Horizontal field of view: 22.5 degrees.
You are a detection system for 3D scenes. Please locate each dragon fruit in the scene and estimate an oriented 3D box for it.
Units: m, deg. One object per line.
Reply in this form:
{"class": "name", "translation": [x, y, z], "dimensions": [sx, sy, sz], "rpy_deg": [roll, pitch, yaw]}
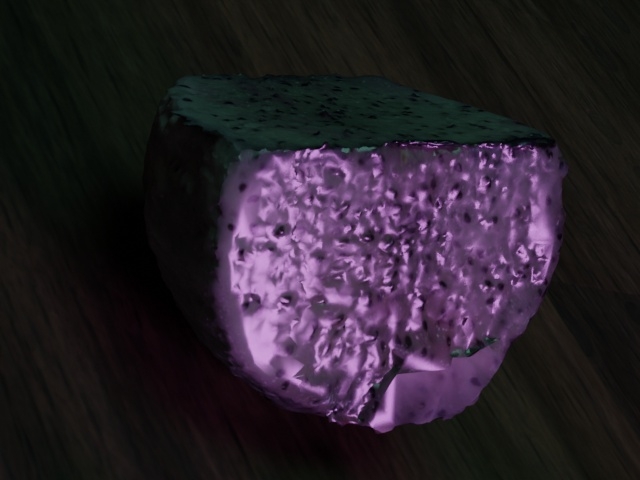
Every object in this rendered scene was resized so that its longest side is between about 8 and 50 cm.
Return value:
{"class": "dragon fruit", "translation": [0.000, 0.000, 1.128], "dimensions": [0.283, 0.204, 0.221], "rpy_deg": [-3, 21, -33]}
